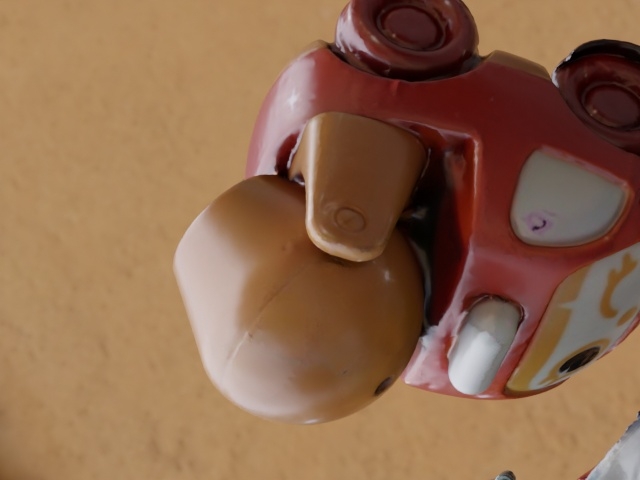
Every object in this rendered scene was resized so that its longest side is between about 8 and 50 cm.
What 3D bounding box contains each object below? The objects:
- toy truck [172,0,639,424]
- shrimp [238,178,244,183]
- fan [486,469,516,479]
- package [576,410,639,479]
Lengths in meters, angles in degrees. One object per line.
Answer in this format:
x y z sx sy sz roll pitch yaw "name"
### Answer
0.061 0.009 1.041 0.189 0.265 0.239 110 176 -48 "toy truck"
0.000 0.000 1.498 0.161 0.091 0.034 28 169 -22 "shrimp"
0.078 0.229 1.653 0.038 0.193 0.016 66 -156 -6 "fan"
0.213 0.185 1.344 0.071 0.194 0.269 41 176 18 "package"
